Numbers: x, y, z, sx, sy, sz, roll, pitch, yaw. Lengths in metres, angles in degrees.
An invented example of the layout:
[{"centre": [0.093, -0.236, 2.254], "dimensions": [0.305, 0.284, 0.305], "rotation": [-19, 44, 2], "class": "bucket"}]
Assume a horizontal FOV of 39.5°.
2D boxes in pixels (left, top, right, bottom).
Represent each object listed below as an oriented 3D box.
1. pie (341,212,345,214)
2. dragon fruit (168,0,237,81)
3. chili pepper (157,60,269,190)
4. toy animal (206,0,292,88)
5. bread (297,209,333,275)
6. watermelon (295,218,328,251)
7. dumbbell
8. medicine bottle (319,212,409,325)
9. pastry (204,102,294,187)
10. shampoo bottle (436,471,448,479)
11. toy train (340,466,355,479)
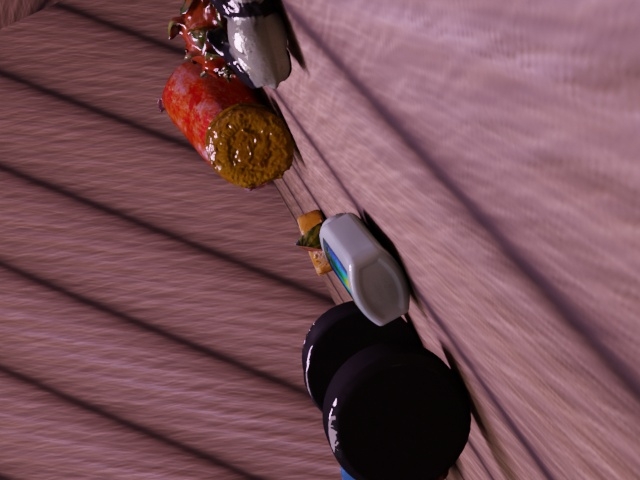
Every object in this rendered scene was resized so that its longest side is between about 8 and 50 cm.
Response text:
[{"centre": [0.051, -0.013, 1.622], "dimensions": [0.084, 0.021, 0.084], "rotation": [63, 176, 9], "class": "pie"}, {"centre": [-0.167, -0.362, 1.390], "dimensions": [0.236, 0.137, 0.135], "rotation": [67, -148, -29], "class": "dragon fruit"}, {"centre": [-0.212, -0.288, 2.092], "dimensions": [0.305, 0.229, 0.251], "rotation": [47, 177, 43], "class": "chili pepper"}, {"centre": [-0.102, -0.305, 1.206], "dimensions": [0.121, 0.093, 0.225], "rotation": [45, 155, 47], "class": "toy animal"}, {"centre": [0.000, 0.000, 2.100], "dimensions": [0.122, 0.073, 0.149], "rotation": [-112, 1, -56], "class": "bread"}, {"centre": [0.022, -0.008, 1.693], "dimensions": [0.163, 0.086, 0.069], "rotation": [14, -96, -71], "class": "watermelon"}, {"centre": [0.087, 0.223, 1.350], "dimensions": [0.204, 0.203, 0.322], "rotation": [64, 177, -13], "class": "dumbbell"}, {"centre": [0.056, 0.027, 1.338], "dimensions": [0.121, 0.083, 0.229], "rotation": [63, 176, -26], "class": "medicine bottle"}, {"centre": [-0.154, -0.206, 1.918], "dimensions": [0.103, 0.188, 0.189], "rotation": [-115, 0, -67], "class": "pastry"}, {"centre": [0.227, 0.444, 1.887], "dimensions": [0.118, 0.076, 0.314], "rotation": [59, 175, 25], "class": "shampoo bottle"}, {"centre": [0.129, 0.472, 2.052], "dimensions": [0.300, 0.187, 0.265], "rotation": [-48, -52, -77], "class": "toy train"}]
